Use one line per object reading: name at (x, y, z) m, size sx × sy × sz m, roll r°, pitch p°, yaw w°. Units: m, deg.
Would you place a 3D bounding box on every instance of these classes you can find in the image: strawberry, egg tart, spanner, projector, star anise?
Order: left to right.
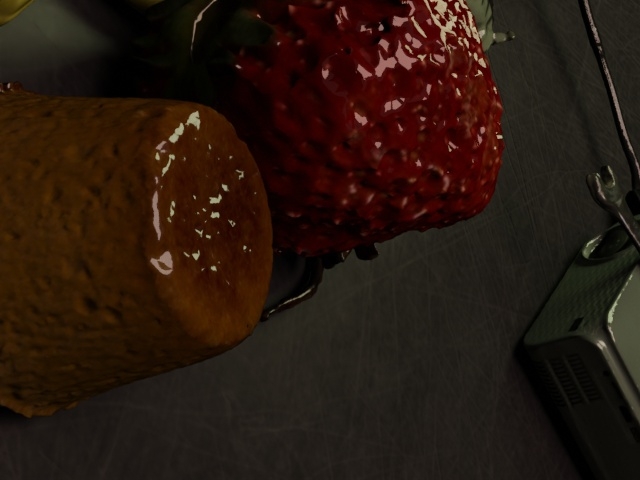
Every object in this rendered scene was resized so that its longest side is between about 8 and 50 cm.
egg tart at (-0.132, -0.001, 0.916) m, size 0.215 × 0.171 × 0.215 m, roll -8°, pitch 90°, yaw -66°
star anise at (0.000, 0.000, 1.175) m, size 0.097 × 0.070 × 0.191 m, roll 40°, pitch 41°, yaw 4°
strawberry at (0.015, -0.101, 1.071) m, size 0.277 × 0.257 × 0.257 m, roll 39°, pitch 48°, yaw -37°
projector at (0.318, 0.113, 1.493) m, size 0.198 × 0.108 × 0.250 m, roll 60°, pitch 40°, yaw -15°
spanner at (0.329, 0.027, 1.441) m, size 0.254 × 0.015 × 0.054 m, roll 54°, pitch 41°, yaw -20°

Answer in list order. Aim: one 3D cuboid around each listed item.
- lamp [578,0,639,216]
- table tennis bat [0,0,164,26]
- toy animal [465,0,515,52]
lamp at (0.289, -0.169, 1.625) m, size 0.108 × 0.130 × 0.371 m, roll -12°, pitch 102°, yaw -10°
table tennis bat at (-0.154, -0.246, 1.091) m, size 0.224 × 0.054 × 0.369 m, roll 62°, pitch 34°, yaw -13°
toy animal at (0.105, -0.270, 1.417) m, size 0.176 × 0.073 × 0.217 m, roll -17°, pitch 85°, yaw -59°
